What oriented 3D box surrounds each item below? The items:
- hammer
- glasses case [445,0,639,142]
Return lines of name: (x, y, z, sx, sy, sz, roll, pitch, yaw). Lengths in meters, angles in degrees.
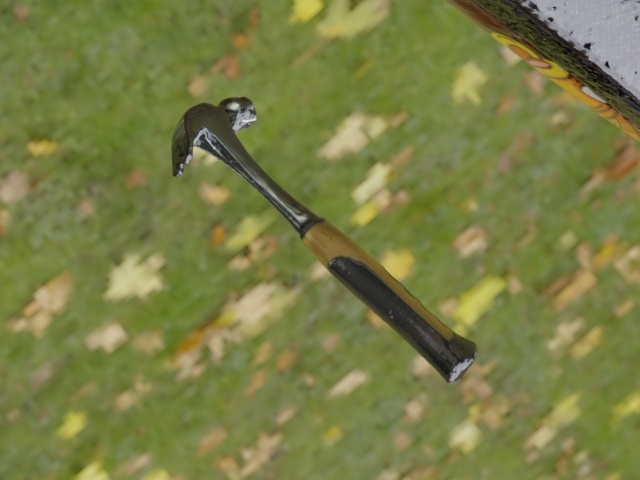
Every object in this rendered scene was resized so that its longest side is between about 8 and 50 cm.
hammer: (0.000, 0.000, 0.997, 0.078, 0.201, 0.021, -25, 154, -54)
glasses case: (0.094, -0.133, 0.723, 0.122, 0.321, 0.082, -59, -152, -4)
